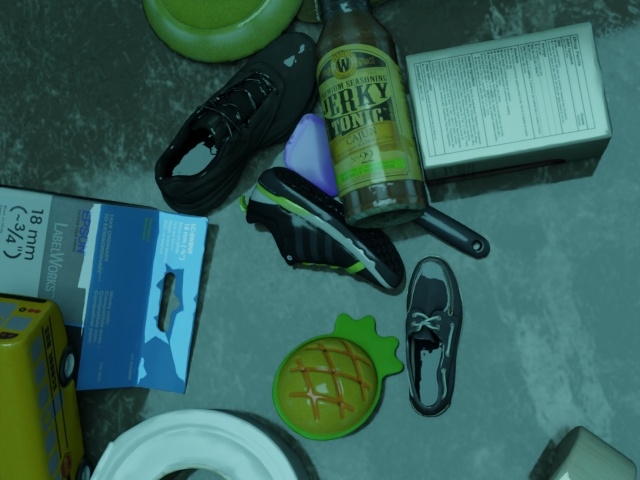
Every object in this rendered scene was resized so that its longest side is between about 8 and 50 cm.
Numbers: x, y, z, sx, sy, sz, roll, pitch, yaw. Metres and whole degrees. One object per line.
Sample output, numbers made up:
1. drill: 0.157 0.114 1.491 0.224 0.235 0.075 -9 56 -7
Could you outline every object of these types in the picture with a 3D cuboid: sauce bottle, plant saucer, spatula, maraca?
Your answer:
1. sauce bottle: 0.050 -0.190 1.546 0.111 0.111 0.344 -13 79 5
2. plant saucer: -0.134 -0.357 1.641 0.241 0.037 0.241 -3 78 15
3. spatula: 0.088 -0.058 1.591 0.296 0.030 0.084 31 88 10
4. maraca: 0.022 0.169 1.538 0.127 0.099 0.185 42 63 9

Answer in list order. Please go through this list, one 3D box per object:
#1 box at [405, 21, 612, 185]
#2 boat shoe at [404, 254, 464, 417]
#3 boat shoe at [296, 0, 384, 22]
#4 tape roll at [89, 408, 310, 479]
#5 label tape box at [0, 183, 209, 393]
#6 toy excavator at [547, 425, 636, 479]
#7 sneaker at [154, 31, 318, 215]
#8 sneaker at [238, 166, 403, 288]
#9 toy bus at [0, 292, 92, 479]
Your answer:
1. box: 0.232 -0.166 1.539 0.232 0.127 0.149 -9 81 6
2. boat shoe: 0.141 0.117 1.542 0.075 0.065 0.206 2 82 8
3. boat shoe: 0.040 -0.323 1.633 0.153 0.048 0.056 -19 86 11
4. tape roll: -0.150 0.349 1.530 0.286 0.100 0.286 -1 83 8
5. label tape box: -0.331 0.060 1.578 0.333 0.106 0.241 8 91 9
6. toy excavator: 0.157 0.456 1.405 0.222 0.433 0.445 34 47 4
7. sneaker: -0.104 -0.154 1.580 0.109 0.130 0.286 38 87 13
8. sneaker: 0.000 0.000 1.584 0.234 0.084 0.097 38 113 11
9. toy bus: -0.358 0.218 1.478 0.108 0.130 0.333 6 122 10
